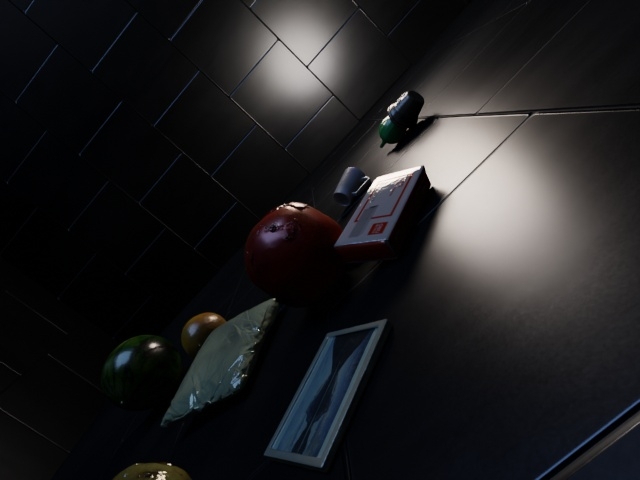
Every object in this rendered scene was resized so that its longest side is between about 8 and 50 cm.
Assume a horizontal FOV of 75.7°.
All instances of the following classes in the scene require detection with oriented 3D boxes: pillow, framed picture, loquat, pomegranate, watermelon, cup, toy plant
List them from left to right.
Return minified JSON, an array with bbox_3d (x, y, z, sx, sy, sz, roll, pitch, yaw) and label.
[{"bbox_3d":[-0.575,0.427,1.333,0.242,0.242,0.242,-45,13,13],"label":"watermelon"},{"bbox_3d":[-0.333,0.278,1.190,0.141,0.141,0.141,-45,13,13],"label":"loquat"},{"bbox_3d":[-0.222,0.281,0.961,0.281,0.076,0.274,-34,21,29],"label":"pillow"},{"bbox_3d":[-0.045,0.029,0.842,0.210,0.210,0.235,-46,-10,8],"label":"pomegranate"},{"bbox_3d":[0.010,0.201,0.556,0.150,0.015,0.203,-30,21,52],"label":"framed picture"},{"bbox_3d":[0.101,-0.168,1.278,0.104,0.074,0.116,2,49,36],"label":"cup"},{"bbox_3d":[0.255,-0.389,1.341,0.200,0.105,0.143,-52,-2,42],"label":"toy plant"}]

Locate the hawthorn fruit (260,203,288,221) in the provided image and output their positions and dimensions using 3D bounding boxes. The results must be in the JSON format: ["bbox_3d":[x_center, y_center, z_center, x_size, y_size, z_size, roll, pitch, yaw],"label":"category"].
[{"bbox_3d":[-0.112,0.011,1.234,0.181,0.181,0.235,-74,9,-64],"label":"hawthorn fruit"}]

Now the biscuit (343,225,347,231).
[{"bbox_3d":[0.101,-0.030,0.929,0.188,0.027,0.188,-46,12,12],"label":"biscuit"}]

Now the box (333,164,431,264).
[{"bbox_3d":[0.125,-0.053,0.792,0.123,0.050,0.229,-7,38,41],"label":"box"}]

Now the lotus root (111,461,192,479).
[{"bbox_3d":[-0.246,0.408,0.507,0.154,0.154,0.278,-43,18,19],"label":"lotus root"}]
